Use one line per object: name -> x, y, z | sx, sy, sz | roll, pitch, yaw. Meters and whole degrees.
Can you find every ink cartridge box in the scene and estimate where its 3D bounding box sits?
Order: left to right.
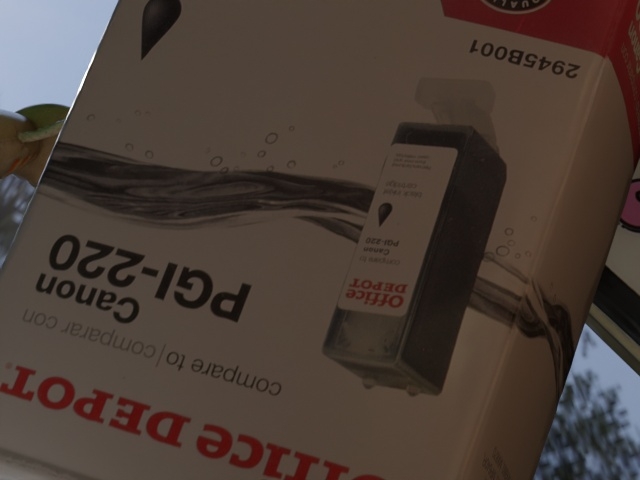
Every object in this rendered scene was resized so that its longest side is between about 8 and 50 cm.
ink cartridge box -> 0.000, 0.000, 0.603 | 0.158, 0.092, 0.218 | 14, -107, 19

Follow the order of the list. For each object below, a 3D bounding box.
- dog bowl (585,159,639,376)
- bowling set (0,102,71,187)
dog bowl -> 0.247, 0.044, 0.987 | 0.408, 0.408, 0.150 | 43, -87, -9
bowling set -> -0.030, -0.001, 0.889 | 0.287, 0.154, 0.200 | -11, -88, 20
